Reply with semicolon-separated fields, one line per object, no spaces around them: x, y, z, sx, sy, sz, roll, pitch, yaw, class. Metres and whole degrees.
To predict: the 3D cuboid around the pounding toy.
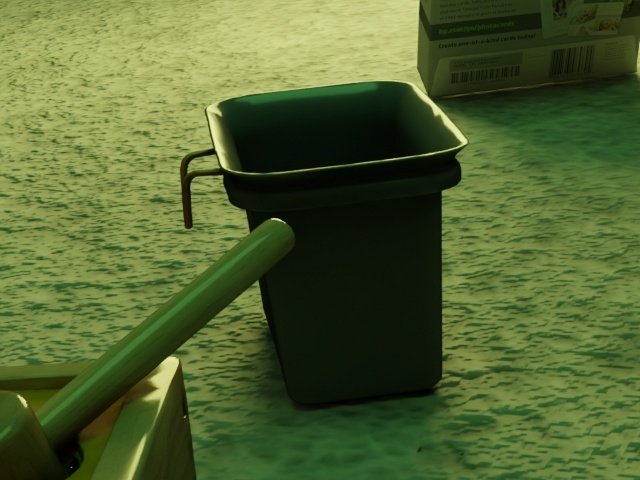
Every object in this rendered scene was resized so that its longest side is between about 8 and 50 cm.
-0.076;0.065;0.376;0.141;0.100;0.130;-4;17;4;pounding toy

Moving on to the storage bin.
0.000;0.000;0.585;0.098;0.091;0.135;-7;16;-6;storage bin

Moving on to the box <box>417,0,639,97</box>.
0.135;-0.181;0.986;0.145;0.186;0.038;-8;43;-8;box
